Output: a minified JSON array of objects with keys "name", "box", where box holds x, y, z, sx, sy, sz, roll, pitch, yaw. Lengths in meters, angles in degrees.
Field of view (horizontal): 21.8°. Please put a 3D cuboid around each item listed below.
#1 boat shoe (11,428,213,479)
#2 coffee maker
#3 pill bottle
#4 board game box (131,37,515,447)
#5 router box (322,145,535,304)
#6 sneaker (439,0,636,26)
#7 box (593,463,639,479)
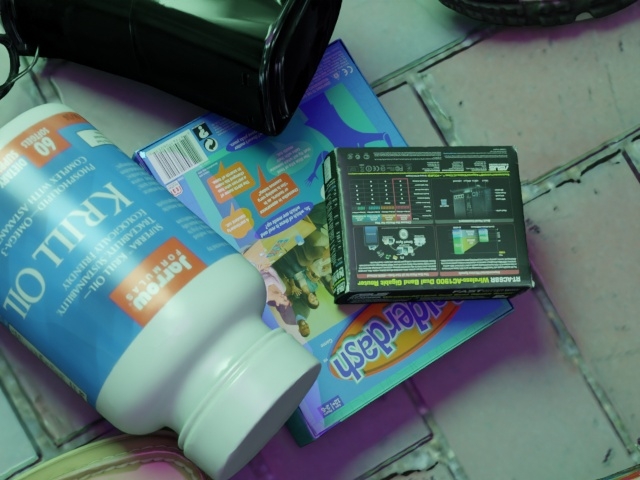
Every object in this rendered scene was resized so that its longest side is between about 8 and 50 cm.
[{"name":"boat shoe","box":[-0.194,0.218,0.925,0.341,0.110,0.122,-33,86,-18]},{"name":"coffee maker","box":[-0.092,-0.132,1.016,0.178,0.120,0.171,21,88,14]},{"name":"pill bottle","box":[-0.110,0.033,0.964,0.221,0.124,0.124,39,71,11]},{"name":"board game box","box":[0.000,0.000,1.057,0.160,0.047,0.210,-30,84,-19]},{"name":"router box","box":[0.066,-0.010,1.029,0.122,0.038,0.092,-1,76,-14]},{"name":"sneaker","box":[0.212,-0.297,1.160,0.410,0.158,0.182,-34,55,-16]},{"name":"box","box":[0.221,0.264,1.001,0.122,0.128,0.257,-19,82,-17]}]
